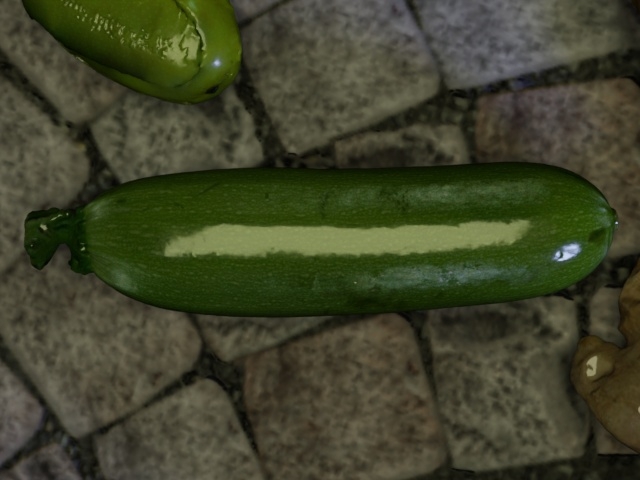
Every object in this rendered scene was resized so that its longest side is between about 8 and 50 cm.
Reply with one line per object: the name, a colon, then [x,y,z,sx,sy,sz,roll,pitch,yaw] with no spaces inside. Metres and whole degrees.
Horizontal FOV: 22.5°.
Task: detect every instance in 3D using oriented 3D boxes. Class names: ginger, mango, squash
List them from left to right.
mango: [-0.122,-0.148,1.048,0.165,0.074,0.091,32,95,14]
squash: [0.000,0.000,1.026,0.378,0.101,0.101,-1,89,-2]
ginger: [0.262,0.047,1.026,0.137,0.074,0.213,44,96,0]

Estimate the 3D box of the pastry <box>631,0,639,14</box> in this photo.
pastry: [0.289,-0.169,0.989,0.218,0.100,0.229,28,59,-2]
